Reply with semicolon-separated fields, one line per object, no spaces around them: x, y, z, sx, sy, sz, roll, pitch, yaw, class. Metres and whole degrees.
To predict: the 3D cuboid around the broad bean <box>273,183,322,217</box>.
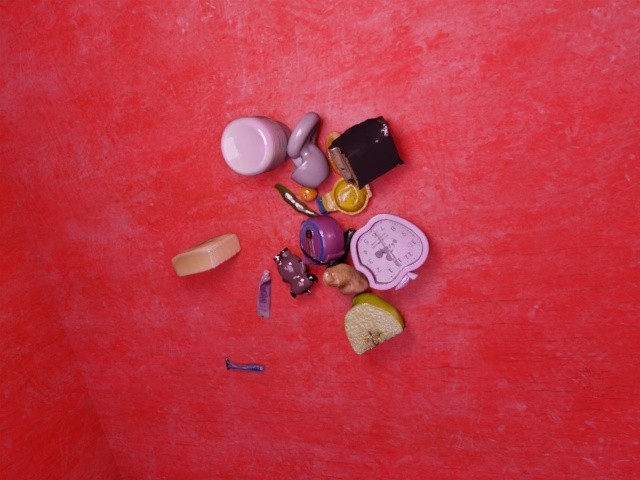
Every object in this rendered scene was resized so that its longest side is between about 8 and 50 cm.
-0.108;-0.171;1.917;0.297;0.043;0.060;37;100;4;broad bean

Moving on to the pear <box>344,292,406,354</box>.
0.235;0.370;1.914;0.292;0.159;0.292;5;106;16;pear

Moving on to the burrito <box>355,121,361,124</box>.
0.177;-0.421;1.733;0.051;0.042;0.171;-1;109;9;burrito

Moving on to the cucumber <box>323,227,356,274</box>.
0.092;0.067;1.908;0.081;0.072;0.303;50;124;50;cucumber

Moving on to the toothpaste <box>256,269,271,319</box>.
-0.296;0.291;2.137;0.075;0.048;0.301;3;118;-10;toothpaste

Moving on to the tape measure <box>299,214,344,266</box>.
0.000;0.000;1.847;0.245;0.149;0.231;11;108;53;tape measure

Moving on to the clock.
0.304;0.047;1.773;0.338;0.102;0.338;1;96;13;clock

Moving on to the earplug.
-0.050;-0.384;1.738;0.175;0.214;0.325;6;118;18;earplug

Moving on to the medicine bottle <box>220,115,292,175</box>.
-0.257;-0.414;1.746;0.241;0.302;0.241;6;109;18;medicine bottle

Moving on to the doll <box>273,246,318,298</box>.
-0.126;0.164;1.994;0.257;0.117;0.182;49;120;0;doll

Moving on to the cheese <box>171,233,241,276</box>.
-0.570;0.068;2.038;0.242;0.265;0.124;-18;101;23;cheese

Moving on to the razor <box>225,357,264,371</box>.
-0.443;0.735;2.341;0.253;0.042;0.082;1;106;19;razor

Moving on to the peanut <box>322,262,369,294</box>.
0.116;0.179;1.858;0.122;0.253;0.137;16;81;55;peanut

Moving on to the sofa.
0.186;-0.362;1.657;0.258;0.182;0.200;-32;117;0;sofa

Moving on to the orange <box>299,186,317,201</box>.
-0.057;-0.221;1.867;0.083;0.070;0.083;7;114;16;orange

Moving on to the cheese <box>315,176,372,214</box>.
0.101;-0.192;1.821;0.270;0.069;0.177;-17;100;27;cheese

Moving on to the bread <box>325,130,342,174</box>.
0.080;-0.381;1.755;0.114;0.077;0.189;-5;106;43;bread
